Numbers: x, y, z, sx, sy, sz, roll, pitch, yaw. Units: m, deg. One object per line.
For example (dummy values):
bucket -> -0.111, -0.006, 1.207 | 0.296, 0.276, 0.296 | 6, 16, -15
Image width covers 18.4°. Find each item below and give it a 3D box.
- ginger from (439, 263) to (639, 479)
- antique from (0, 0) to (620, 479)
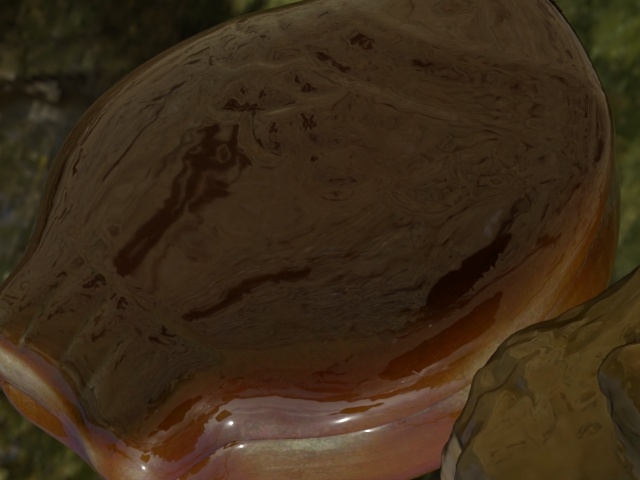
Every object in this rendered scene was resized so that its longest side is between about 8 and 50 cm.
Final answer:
ginger -> 0.189, 0.016, 0.493 | 0.190, 0.354, 0.126 | 17, -127, -47
antique -> 0.000, 0.000, 0.805 | 0.223, 0.129, 0.278 | 32, -114, 30
